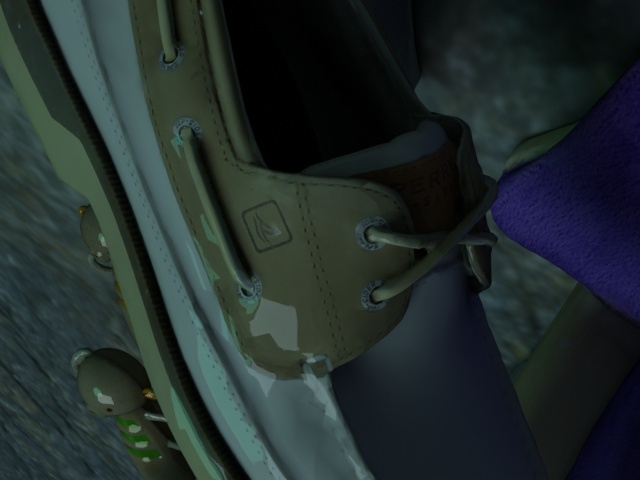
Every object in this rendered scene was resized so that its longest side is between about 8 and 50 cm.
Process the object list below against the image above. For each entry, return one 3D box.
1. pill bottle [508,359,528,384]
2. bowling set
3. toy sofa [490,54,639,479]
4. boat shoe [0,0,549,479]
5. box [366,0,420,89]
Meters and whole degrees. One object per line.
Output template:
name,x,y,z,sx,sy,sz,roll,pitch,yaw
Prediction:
pill bottle,0.175,0.183,0.715,0.265,0.153,0.153,34,154,5
bowling set,-0.064,0.109,0.854,0.287,0.200,0.154,15,145,31
toy sofa,0.153,0.014,0.467,0.177,0.150,0.362,36,154,-1
boat shoe,0.000,0.000,0.469,0.103,0.113,0.302,-35,87,38
box,-0.122,-0.159,0.573,0.322,0.058,0.232,17,149,18
